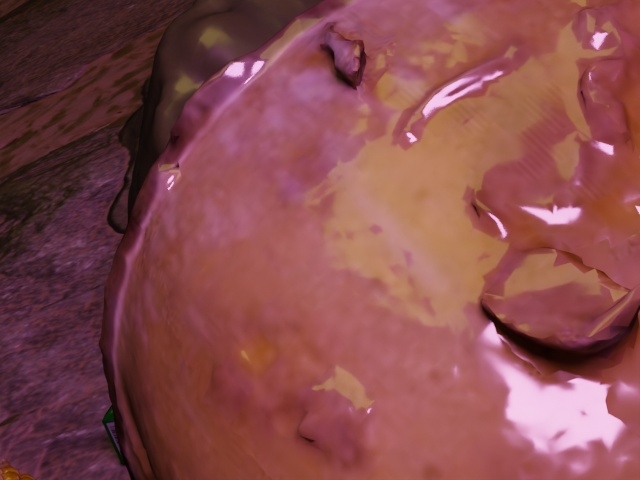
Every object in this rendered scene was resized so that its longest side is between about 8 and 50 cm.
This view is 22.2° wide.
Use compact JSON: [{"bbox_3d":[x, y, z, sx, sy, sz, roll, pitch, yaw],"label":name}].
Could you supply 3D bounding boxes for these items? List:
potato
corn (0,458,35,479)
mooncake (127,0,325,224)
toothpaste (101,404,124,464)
[{"bbox_3d":[0.168,0.077,0.684,0.442,0.385,0.319,-24,42,-21],"label":"potato"},{"bbox_3d":[-0.212,0.231,1.029,0.091,0.091,0.260,14,19,-14],"label":"corn"},{"bbox_3d":[0.054,-0.042,1.077,0.356,0.356,0.194,-36,-18,-30],"label":"mooncake"},{"bbox_3d":[-0.072,0.127,1.196,0.178,0.043,0.037,-13,22,21],"label":"toothpaste"}]
